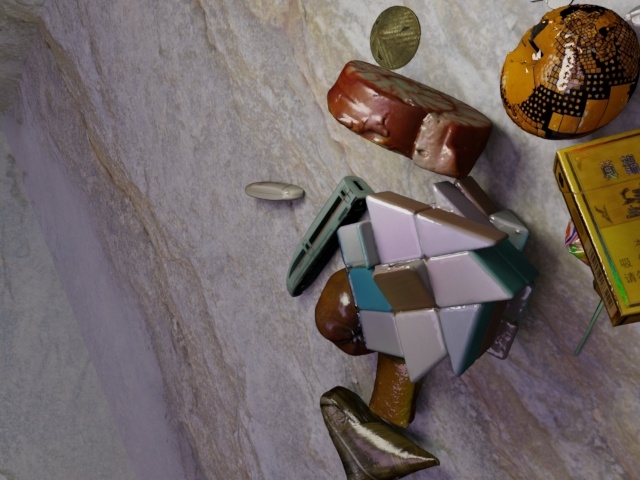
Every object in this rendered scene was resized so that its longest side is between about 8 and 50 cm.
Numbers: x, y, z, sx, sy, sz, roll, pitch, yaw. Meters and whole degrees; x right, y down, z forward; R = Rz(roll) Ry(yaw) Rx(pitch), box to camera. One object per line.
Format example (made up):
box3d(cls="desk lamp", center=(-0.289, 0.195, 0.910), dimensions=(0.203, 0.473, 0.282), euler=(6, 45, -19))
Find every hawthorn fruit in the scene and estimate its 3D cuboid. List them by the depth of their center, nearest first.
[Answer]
box3d(cls="hawthorn fruit", center=(0.094, 0.156, 1.353), dimensions=(0.208, 0.248, 0.208), euler=(2, 118, 3))

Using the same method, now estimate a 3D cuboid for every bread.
box3d(cls="bread", center=(0.181, -0.256, 1.137), dimensions=(0.328, 0.295, 0.114), euler=(25, 118, 3))
box3d(cls="bread", center=(0.191, 0.358, 1.376), dimensions=(0.132, 0.103, 0.172), euler=(18, 109, 40))

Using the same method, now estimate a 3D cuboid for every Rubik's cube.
box3d(cls="Rubik's cube", center=(0.234, 0.073, 1.103), dimensions=(0.368, 0.358, 0.387), euler=(-13, 93, 37))

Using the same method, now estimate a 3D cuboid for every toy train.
box3d(cls="toy train", center=(0.000, 0.000, 1.503), dimensions=(0.088, 0.086, 0.407), euler=(52, 128, 23))

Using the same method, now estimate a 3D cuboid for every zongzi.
box3d(cls="zongzi", center=(0.144, 0.487, 1.421), dimensions=(0.288, 0.134, 0.285), euler=(-37, 75, 42))

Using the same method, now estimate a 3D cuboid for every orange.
box3d(cls="orange", center=(0.429, -0.284, 0.963), dimensions=(0.234, 0.182, 0.234), euler=(-32, 50, 49))

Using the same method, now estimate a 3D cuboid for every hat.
box3d(cls="hat", center=(0.153, -0.474, 1.285), dimensions=(0.146, 0.067, 0.145), euler=(9, 104, 42))

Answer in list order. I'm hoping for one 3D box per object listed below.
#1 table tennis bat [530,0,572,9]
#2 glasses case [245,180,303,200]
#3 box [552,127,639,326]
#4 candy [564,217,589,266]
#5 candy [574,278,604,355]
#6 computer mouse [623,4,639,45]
box3d(cls="table tennis bat", center=(0.441, -0.464, 1.056), dimensions=(0.083, 0.007, 0.050), euler=(10, 105, 40))
box3d(cls="glasses case", center=(-0.136, -0.143, 1.610), dimensions=(0.204, 0.081, 0.051), euler=(10, 107, 40))
box3d(cls="box", center=(0.519, -0.030, 0.890), dimensions=(0.193, 0.084, 0.301), euler=(-14, 64, 10))
box3d(cls="candy", center=(0.609, 0.012, 0.936), dimensions=(0.366, 0.124, 0.124), euler=(10, 104, 33))
box3d(cls="candy", center=(0.528, 0.144, 1.066), dimensions=(0.061, 0.061, 0.202), euler=(34, 128, 34))
box3d(cls="computer mouse", center=(0.599, -0.364, 0.899), dimensions=(0.199, 0.045, 0.102), euler=(-12, 90, 45))
